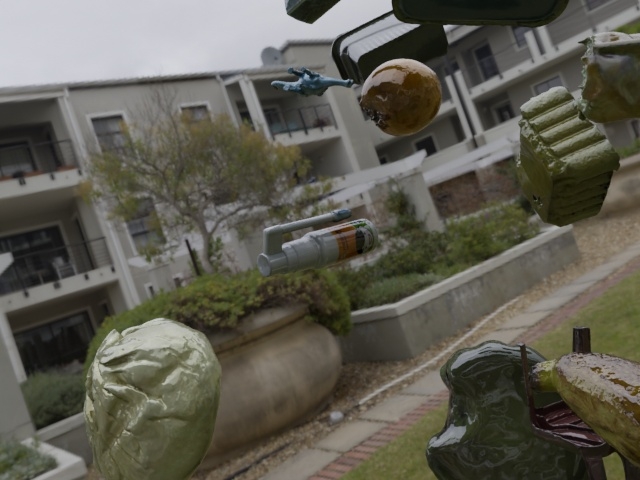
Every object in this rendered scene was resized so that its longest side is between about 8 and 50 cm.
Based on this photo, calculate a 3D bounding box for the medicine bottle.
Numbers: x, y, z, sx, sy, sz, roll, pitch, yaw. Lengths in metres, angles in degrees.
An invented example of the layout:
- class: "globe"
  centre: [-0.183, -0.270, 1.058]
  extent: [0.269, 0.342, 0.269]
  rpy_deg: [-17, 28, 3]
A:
- class: "medicine bottle"
  centre: [0.000, 0.000, 0.860]
  extent: [0.220, 0.092, 0.061]
  rpy_deg: [-16, 30, -41]

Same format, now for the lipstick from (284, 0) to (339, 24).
- class: "lipstick"
  centre: [0.048, -0.493, 0.963]
  extent: [0.077, 0.076, 0.289]
  rpy_deg: [4, -19, -41]

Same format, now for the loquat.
- class: "loquat"
  centre: [0.144, -0.253, 0.975]
  extent: [0.141, 0.141, 0.141]
  rpy_deg: [-19, -2, -1]

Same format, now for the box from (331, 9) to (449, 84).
- class: "box"
  centre: [0.174, -0.488, 1.388]
  extent: [0.274, 0.138, 0.178]
  rpy_deg: [-27, 32, 5]

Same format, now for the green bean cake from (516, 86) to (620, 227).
- class: "green bean cake"
  centre: [0.494, -0.169, 1.156]
  extent: [0.124, 0.233, 0.236]
  rpy_deg: [-21, -32, 5]

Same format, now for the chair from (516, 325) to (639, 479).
- class: "chair"
  centre: [0.451, 0.326, 0.891]
  extent: [0.175, 0.326, 0.183]
  rpy_deg: [-6, 5, -27]

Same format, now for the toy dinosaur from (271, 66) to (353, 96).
- class: "toy dinosaur"
  centre: [-0.025, -0.272, 0.956]
  extent: [0.197, 0.045, 0.080]
  rpy_deg: [11, 3, 43]

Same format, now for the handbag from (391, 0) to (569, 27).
- class: "handbag"
  centre: [0.214, -0.437, 0.709]
  extent: [0.263, 0.241, 0.222]
  rpy_deg: [5, -16, 12]

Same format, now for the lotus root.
- class: "lotus root"
  centre: [0.296, 0.157, 0.542]
  extent: [0.108, 0.094, 0.190]
  rpy_deg: [30, 1, -39]

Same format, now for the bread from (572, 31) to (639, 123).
- class: "bread"
  centre: [0.393, -0.163, 0.532]
  extent: [0.269, 0.087, 0.098]
  rpy_deg: [4, 35, 20]

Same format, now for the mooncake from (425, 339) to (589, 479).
- class: "mooncake"
  centre: [0.389, 0.384, 1.142]
  extent: [0.351, 0.351, 0.187]
  rpy_deg: [-20, -14, 12]

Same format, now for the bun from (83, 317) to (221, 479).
- class: "bun"
  centre: [-0.226, 0.205, 0.703]
  extent: [0.145, 0.229, 0.229]
  rpy_deg: [18, -22, -29]
